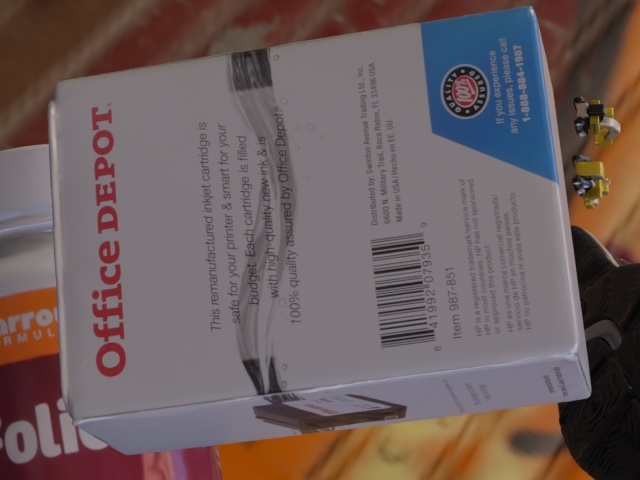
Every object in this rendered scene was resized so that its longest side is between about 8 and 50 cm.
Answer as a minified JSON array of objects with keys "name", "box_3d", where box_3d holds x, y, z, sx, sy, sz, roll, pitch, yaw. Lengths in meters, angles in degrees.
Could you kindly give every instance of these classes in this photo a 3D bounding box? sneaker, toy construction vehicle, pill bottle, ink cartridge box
[{"name":"sneaker","box_3d":[0.341,0.136,1.753,0.169,0.257,0.447,-58,-164,12]},{"name":"toy construction vehicle","box_3d":[0.231,-0.071,1.646,0.098,0.035,0.086,54,35,-67]},{"name":"pill bottle","box_3d":[-0.193,0.139,1.517,0.224,0.224,0.392,40,38,-70]},{"name":"ink cartridge box","box_3d":[0.000,0.000,1.231,0.129,0.307,0.223,57,27,-70]}]
